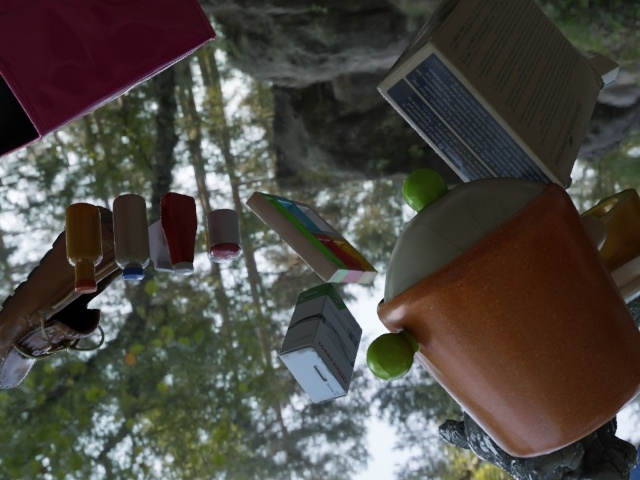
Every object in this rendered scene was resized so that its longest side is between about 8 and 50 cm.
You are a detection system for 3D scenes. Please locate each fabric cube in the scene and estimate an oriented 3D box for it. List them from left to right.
[{"bbox_3d":[-0.333,-0.266,0.983,0.258,0.259,0.254,-41,-160,-33],"label":"fabric cube"}]

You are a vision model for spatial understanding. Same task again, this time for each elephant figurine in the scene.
[{"bbox_3d":[0.213,0.092,0.775,0.186,0.239,0.169,-3,-172,-4],"label":"elephant figurine"}]

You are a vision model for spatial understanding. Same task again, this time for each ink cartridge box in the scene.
[{"bbox_3d":[0.005,0.214,1.790,0.087,0.153,0.208,-21,-154,25],"label":"ink cartridge box"},{"bbox_3d":[0.184,-0.161,0.881,0.088,0.193,0.234,-35,-166,41],"label":"ink cartridge box"}]

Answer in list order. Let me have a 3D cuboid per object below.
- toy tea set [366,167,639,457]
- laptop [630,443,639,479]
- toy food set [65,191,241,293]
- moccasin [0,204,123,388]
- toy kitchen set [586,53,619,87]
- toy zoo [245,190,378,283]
[{"bbox_3d":[0.150,-0.031,0.418,0.200,0.124,0.336,-37,178,30],"label":"toy tea set"},{"bbox_3d":[0.433,0.421,1.246,0.408,0.236,0.382,-13,-172,-4],"label":"laptop"},{"bbox_3d":[-0.182,0.014,1.027,0.232,0.104,0.111,13,150,-43],"label":"toy food set"},{"bbox_3d":[-0.420,0.117,1.397,0.380,0.147,0.139,-47,174,16],"label":"moccasin"},{"bbox_3d":[0.487,-0.329,1.788,0.122,0.166,0.207,-29,-125,-26],"label":"toy kitchen set"},{"bbox_3d":[0.000,0.000,1.474,0.192,0.030,0.293,44,-169,17],"label":"toy zoo"}]
